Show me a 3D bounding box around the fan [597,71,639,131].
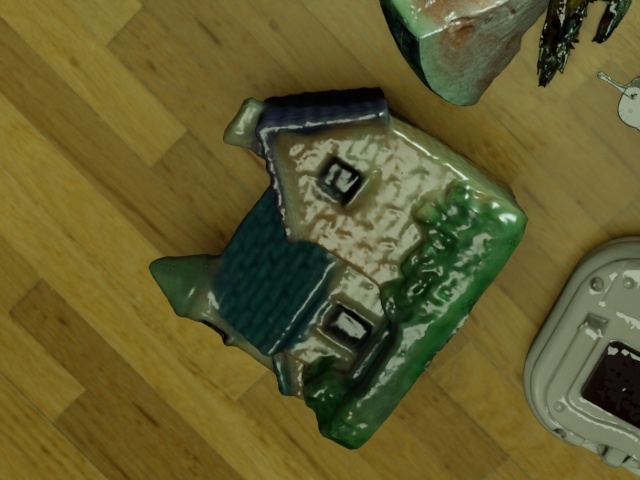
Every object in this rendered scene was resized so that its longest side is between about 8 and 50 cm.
[{"bbox_3d":[0.313,-0.144,1.531,0.083,0.004,0.056,31,111,1],"label":"fan"}]

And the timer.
[{"bbox_3d":[0.352,0.135,1.563,0.262,0.087,0.237,27,110,3],"label":"timer"}]

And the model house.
[{"bbox_3d":[0.000,0.000,1.513,0.280,0.245,0.312,34,104,-7],"label":"model house"}]

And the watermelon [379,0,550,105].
[{"bbox_3d":[0.132,-0.248,1.520,0.202,0.136,0.207,-8,76,-24],"label":"watermelon"}]

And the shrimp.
[{"bbox_3d":[0.259,-0.219,1.494,0.091,0.034,0.161,11,112,-17],"label":"shrimp"}]
